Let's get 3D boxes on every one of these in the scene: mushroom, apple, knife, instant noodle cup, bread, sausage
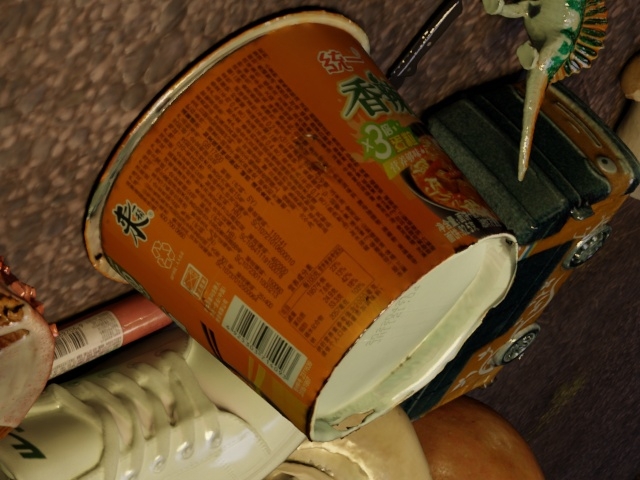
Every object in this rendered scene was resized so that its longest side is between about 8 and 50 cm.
[{"bbox_3d":[0.335,-0.110,1.440,0.116,0.093,0.225,-19,160,-5],"label":"mushroom"},{"bbox_3d":[-0.026,0.211,1.179,0.246,0.246,0.202,-45,-171,3],"label":"mushroom"},{"bbox_3d":[0.121,0.292,1.617,0.253,0.253,0.253,-36,157,-18],"label":"apple"},{"bbox_3d":[0.045,-0.103,1.056,0.170,0.010,0.023,-50,152,19],"label":"knife"},{"bbox_3d":[0.000,0.000,0.934,0.230,0.182,0.230,-37,156,-19],"label":"instant noodle cup"},{"bbox_3d":[-0.222,0.069,0.818,0.160,0.073,0.160,-36,153,-21],"label":"bread"},{"bbox_3d":[-0.171,0.072,0.970,0.223,0.029,0.029,-24,151,-40],"label":"sausage"}]

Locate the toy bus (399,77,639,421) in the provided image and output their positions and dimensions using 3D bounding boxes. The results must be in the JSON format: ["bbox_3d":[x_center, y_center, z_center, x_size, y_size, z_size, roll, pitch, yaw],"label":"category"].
[{"bbox_3d":[0.120,0.010,1.225,0.167,0.138,0.275,-20,150,-43],"label":"toy bus"}]

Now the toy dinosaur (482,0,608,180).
[{"bbox_3d":[0.172,-0.146,1.085,0.106,0.044,0.187,-24,113,-34],"label":"toy dinosaur"}]

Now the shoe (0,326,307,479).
[{"bbox_3d":[-0.152,0.134,0.984,0.363,0.132,0.160,-31,158,-12],"label":"shoe"}]
